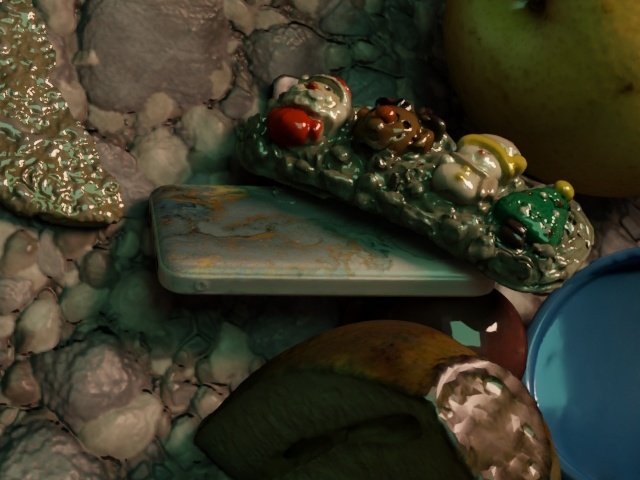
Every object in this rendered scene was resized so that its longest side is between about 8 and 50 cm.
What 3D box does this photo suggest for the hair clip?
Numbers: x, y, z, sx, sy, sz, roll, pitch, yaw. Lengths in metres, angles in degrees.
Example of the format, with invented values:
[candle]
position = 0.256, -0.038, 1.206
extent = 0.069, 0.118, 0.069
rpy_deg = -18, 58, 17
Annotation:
[hair clip]
position = 0.080, -0.067, 1.423
extent = 0.321, 0.091, 0.138
rpy_deg = 22, 36, 20

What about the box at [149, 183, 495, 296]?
[box]
position = 0.000, 0.000, 1.422
extent = 0.285, 0.044, 0.142
rpy_deg = 1, 34, -12

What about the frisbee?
[frisbee]
position = 0.294, 0.122, 1.483
extent = 0.242, 0.045, 0.242
rpy_deg = -7, 67, 17

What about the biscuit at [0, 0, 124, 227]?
[biscuit]
position = -0.269, -0.110, 1.420
extent = 0.133, 0.032, 0.250
rpy_deg = -16, 71, -31

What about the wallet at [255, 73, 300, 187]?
[wallet]
position = -0.016, -0.081, 1.536
extent = 0.082, 0.018, 0.156
rpy_deg = 17, 57, -16

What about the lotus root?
[lotus root]
position = 0.073, 0.157, 1.287
extent = 0.267, 0.260, 0.149
rpy_deg = 43, 52, 3

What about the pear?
[pear]
position = 0.292, -0.208, 1.567
extent = 0.348, 0.348, 0.348
rpy_deg = 12, 57, -20

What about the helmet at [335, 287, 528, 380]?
[helmet]
position = 0.108, 0.085, 1.448
extent = 0.175, 0.106, 0.155
rpy_deg = 25, 54, -6
